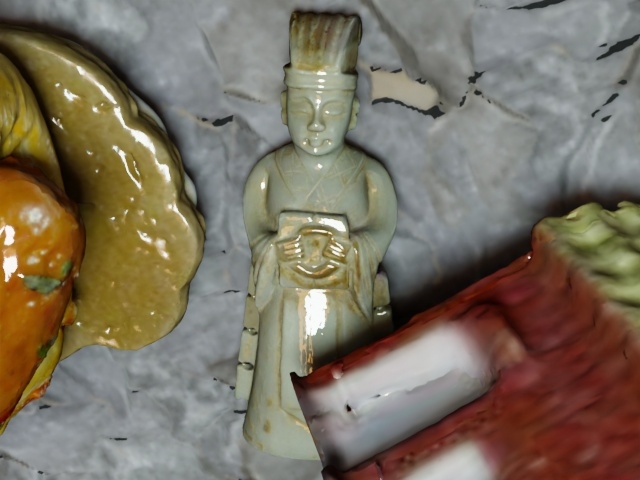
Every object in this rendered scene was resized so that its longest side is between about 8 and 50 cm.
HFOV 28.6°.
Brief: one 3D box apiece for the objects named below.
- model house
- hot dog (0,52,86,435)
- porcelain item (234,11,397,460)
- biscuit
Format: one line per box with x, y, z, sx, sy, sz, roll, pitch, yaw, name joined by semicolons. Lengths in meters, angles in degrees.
0.144;0.091;0.523;0.254;0.196;0.160;-29;122;1;model house
-0.200;0.041;0.544;0.257;0.150;0.153;-41;91;21;hot dog
0.000;0.000;0.600;0.084;0.054;0.213;3;108;4;porcelain item
-0.163;-0.016;0.614;0.208;0.049;0.181;-20;106;17;biscuit
